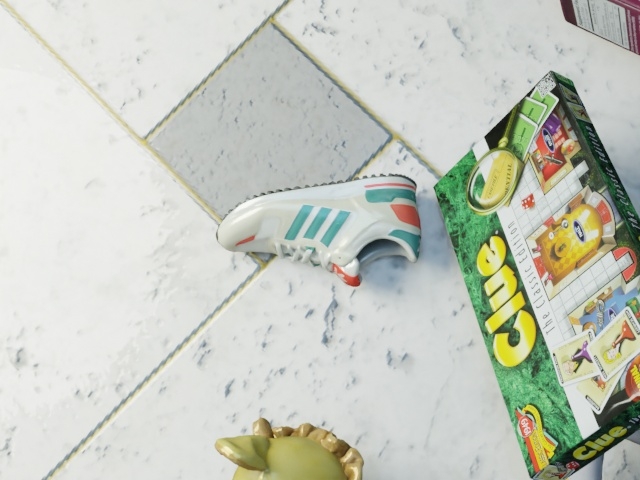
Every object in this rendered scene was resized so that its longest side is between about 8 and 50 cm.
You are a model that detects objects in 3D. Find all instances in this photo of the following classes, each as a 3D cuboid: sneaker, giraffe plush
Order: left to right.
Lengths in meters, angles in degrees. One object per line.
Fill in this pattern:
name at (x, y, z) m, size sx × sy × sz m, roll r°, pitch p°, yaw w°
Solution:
giraffe plush at (-0.007, 0.207, 0.742) m, size 0.210 × 0.181 × 0.170 m, roll -38°, pitch 63°, yaw -19°
sneaker at (0.000, 0.000, 0.842) m, size 0.161 × 0.057 × 0.075 m, roll -11°, pitch 71°, yaw 2°

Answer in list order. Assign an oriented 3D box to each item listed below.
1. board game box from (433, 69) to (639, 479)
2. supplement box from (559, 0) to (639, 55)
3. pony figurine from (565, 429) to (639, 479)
board game box at (0.157, 0.017, 0.740) m, size 0.136 × 0.030 × 0.260 m, roll -49°, pitch 38°, yaw 34°
supplement box at (0.283, -0.185, 0.814) m, size 0.188 × 0.081 × 0.104 m, roll 32°, pitch 84°, yaw 26°
pony figurine at (0.317, 0.137, 0.687) m, size 0.350 × 0.303 × 0.364 m, roll 23°, pitch 97°, yaw 20°
